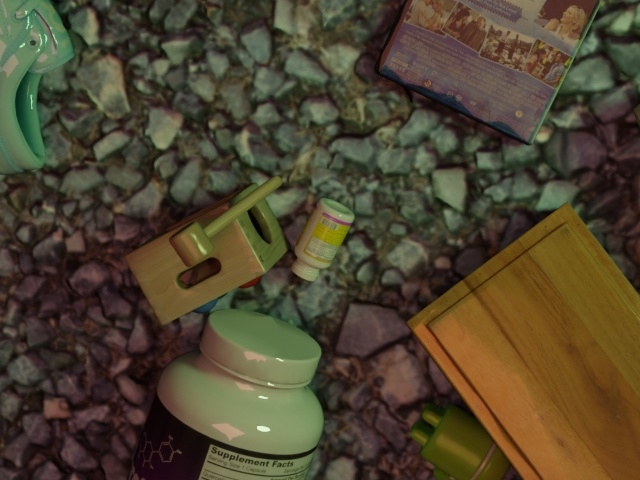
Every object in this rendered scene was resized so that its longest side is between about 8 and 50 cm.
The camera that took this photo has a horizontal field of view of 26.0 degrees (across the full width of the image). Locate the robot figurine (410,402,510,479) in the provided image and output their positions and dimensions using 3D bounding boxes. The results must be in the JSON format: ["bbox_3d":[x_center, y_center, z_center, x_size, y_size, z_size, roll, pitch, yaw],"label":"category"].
[{"bbox_3d":[0.152,0.219,1.470,0.115,0.067,0.101,31,98,3],"label":"robot figurine"}]

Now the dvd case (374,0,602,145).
[{"bbox_3d":[0.184,-0.245,1.387,0.180,0.022,0.253,26,106,6],"label":"dvd case"}]

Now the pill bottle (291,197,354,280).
[{"bbox_3d":[0.000,0.000,1.464,0.043,0.043,0.083,29,106,4],"label":"pill bottle"}]

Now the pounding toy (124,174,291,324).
[{"bbox_3d":[-0.097,0.013,1.402,0.181,0.206,0.094,-27,96,15],"label":"pounding toy"}]

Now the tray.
[{"bbox_3d":[0.288,0.187,1.373,0.203,0.076,0.411,-37,84,1],"label":"tray"}]

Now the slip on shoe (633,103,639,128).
[{"bbox_3d":[0.424,-0.008,1.346,0.101,0.123,0.331,-29,91,12],"label":"slip on shoe"}]

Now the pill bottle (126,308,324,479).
[{"bbox_3d":[-0.108,0.243,1.467,0.181,0.181,0.323,20,105,6],"label":"pill bottle"}]

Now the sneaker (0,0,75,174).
[{"bbox_3d":[-0.323,-0.243,1.441,0.150,0.135,0.366,9,112,1],"label":"sneaker"}]
